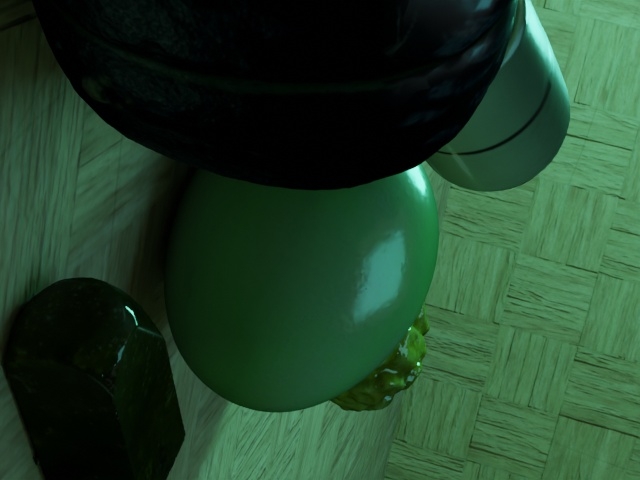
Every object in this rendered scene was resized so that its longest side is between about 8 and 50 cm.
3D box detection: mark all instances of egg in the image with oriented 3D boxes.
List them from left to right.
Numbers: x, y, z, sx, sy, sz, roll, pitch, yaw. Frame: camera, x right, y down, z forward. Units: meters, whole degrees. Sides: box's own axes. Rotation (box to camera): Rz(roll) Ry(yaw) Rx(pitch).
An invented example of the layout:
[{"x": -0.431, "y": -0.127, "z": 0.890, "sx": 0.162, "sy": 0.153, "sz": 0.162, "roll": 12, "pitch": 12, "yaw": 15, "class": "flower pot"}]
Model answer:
[{"x": -0.016, "y": 0.013, "z": 1.143, "sx": 0.220, "sy": 0.220, "sz": 0.270, "roll": 83, "pitch": 24, "yaw": -64, "class": "egg"}]

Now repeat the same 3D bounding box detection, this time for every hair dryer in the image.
[{"x": 0.139, "y": -0.233, "z": 1.015, "sx": 0.203, "sy": 0.128, "sz": 0.362, "roll": 40, "pitch": 65, "yaw": -64, "class": "hair dryer"}]

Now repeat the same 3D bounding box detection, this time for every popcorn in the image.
[{"x": 0.015, "y": 0.063, "z": 1.483, "sx": 0.237, "sy": 0.206, "sz": 0.251, "roll": 73, "pitch": 18, "yaw": -44, "class": "popcorn"}]

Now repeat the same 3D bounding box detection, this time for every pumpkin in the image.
[{"x": -0.009, "y": -0.207, "z": 0.750, "sx": 0.363, "sy": 0.266, "sz": 0.363, "roll": 10, "pitch": 90, "yaw": -80, "class": "pumpkin"}]

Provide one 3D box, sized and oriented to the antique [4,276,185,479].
[{"x": -0.151, "y": 0.107, "z": 0.944, "sx": 0.221, "sy": 0.081, "sz": 0.080, "roll": 91, "pitch": 16, "yaw": -54, "class": "antique"}]
